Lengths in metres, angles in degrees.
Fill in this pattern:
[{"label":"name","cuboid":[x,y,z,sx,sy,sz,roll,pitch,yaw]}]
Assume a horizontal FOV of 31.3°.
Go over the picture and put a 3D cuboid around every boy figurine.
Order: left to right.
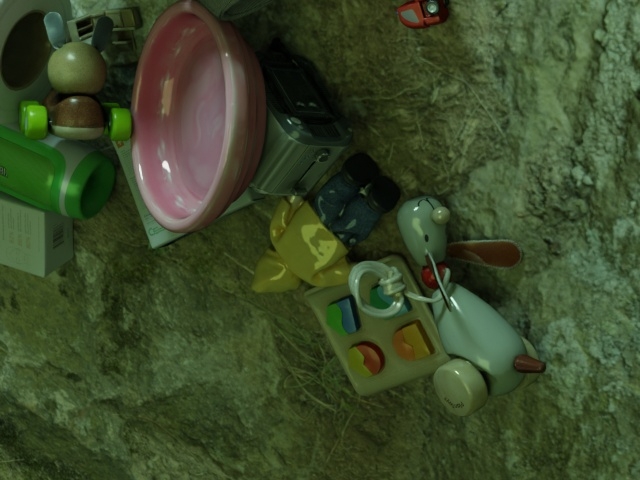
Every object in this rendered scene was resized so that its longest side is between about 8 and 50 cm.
[{"label":"boy figurine","cuboid":[0.000,0.000,1.749,0.177,0.092,0.285,44,124,1]}]

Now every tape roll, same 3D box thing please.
[{"label":"tape roll","cuboid":[-0.521,-0.320,1.759,0.169,0.246,0.246,24,121,15]}]

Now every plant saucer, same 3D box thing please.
[{"label":"plant saucer","cuboid":[-0.173,-0.176,1.639,0.332,0.084,0.332,1,92,57]}]

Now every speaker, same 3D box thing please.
[{"label":"speaker","cuboid":[-0.496,-0.139,1.903,0.297,0.131,0.131,23,121,15]}]

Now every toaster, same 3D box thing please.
[{"label":"toaster","cuboid":[-0.061,-0.170,1.656,0.146,0.129,0.227,-55,52,36]}]

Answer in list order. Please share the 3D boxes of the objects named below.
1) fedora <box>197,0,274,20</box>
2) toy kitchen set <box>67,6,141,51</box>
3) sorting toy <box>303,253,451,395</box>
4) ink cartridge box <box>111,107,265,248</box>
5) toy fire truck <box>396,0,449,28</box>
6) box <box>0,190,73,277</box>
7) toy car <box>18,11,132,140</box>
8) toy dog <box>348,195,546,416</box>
[{"label":"fedora","cuboid":[-0.081,-0.387,1.498,0.124,0.275,0.244,49,159,-2]},{"label":"toy kitchen set","cuboid":[-0.330,-0.318,1.768,0.083,0.075,0.068,2,114,30]},{"label":"sorting toy","cuboid":[0.091,0.141,1.801,0.193,0.038,0.208,-24,101,32]},{"label":"ink cartridge box","cuboid":[-0.218,-0.127,1.810,0.223,0.045,0.223,-23,87,32]},{"label":"toy fire truck","cuboid":[0.088,-0.375,1.559,0.135,0.047,0.192,-10,109,29]},{"label":"box","cuboid":[-0.526,-0.030,1.987,0.171,0.091,0.130,17,119,18]},{"label":"toy car","cuboid":[-0.373,-0.251,1.738,0.155,0.149,0.188,-1,103,-22]},{"label":"toy dog","cuboid":[0.221,0.096,1.636,0.333,0.220,0.161,50,146,-13]}]
